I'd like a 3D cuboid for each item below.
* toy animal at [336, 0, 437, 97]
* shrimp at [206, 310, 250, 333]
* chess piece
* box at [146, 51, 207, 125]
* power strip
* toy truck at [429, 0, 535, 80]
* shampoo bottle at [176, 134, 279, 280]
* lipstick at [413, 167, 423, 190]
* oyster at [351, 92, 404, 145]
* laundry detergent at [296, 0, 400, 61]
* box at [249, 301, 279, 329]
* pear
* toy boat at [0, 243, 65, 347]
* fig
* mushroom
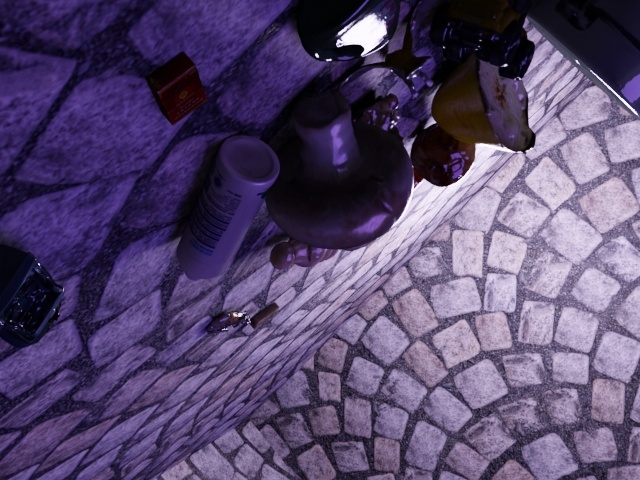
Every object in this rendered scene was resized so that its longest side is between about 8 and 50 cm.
[{"bbox_3d":[0.127,-0.267,1.151,0.219,0.095,0.155,-41,163,2],"label":"toy animal"},{"bbox_3d":[-0.229,0.201,1.810,0.091,0.034,0.161,-33,164,17],"label":"shrimp"},{"bbox_3d":[0.000,0.000,1.656,0.139,0.124,0.307,-8,-168,45],"label":"chess piece"},{"bbox_3d":[-0.157,-0.165,0.801,0.051,0.023,0.082,-41,168,-11],"label":"box"},{"bbox_3d":[0.595,-0.422,1.502,0.161,0.357,0.357,-48,166,20],"label":"power strip"},{"bbox_3d":[0.287,-0.375,1.216,0.224,0.147,0.165,-4,116,-66],"label":"toy truck"},{"bbox_3d":[-0.154,-0.028,1.112,0.092,0.092,0.303,-31,163,-40],"label":"shampoo bottle"},{"bbox_3d":[0.155,-0.085,1.902,0.279,0.073,0.073,-49,165,31],"label":"lipstick"},{"bbox_3d":[0.078,-0.155,1.399,0.221,0.096,0.361,-38,171,-47],"label":"oyster"},{"bbox_3d":[0.046,-0.281,0.942,0.137,0.063,0.211,-41,170,14],"label":"laundry detergent"},{"bbox_3d":[-0.158,0.214,2.066,0.083,0.024,0.053,-32,164,-33],"label":"box"},{"bbox_3d":[0.319,-0.284,1.527,0.178,0.266,0.267,-11,-171,37],"label":"pear"},{"bbox_3d":[-0.352,0.081,0.876,0.093,0.103,0.246,-63,180,-20],"label":"toy boat"},{"bbox_3d":[0.321,-0.229,1.742,0.231,0.143,0.160,-33,134,-29],"label":"fig"},{"bbox_3d":[0.025,-0.115,1.124,0.243,0.243,0.243,-39,167,-11],"label":"mushroom"}]
